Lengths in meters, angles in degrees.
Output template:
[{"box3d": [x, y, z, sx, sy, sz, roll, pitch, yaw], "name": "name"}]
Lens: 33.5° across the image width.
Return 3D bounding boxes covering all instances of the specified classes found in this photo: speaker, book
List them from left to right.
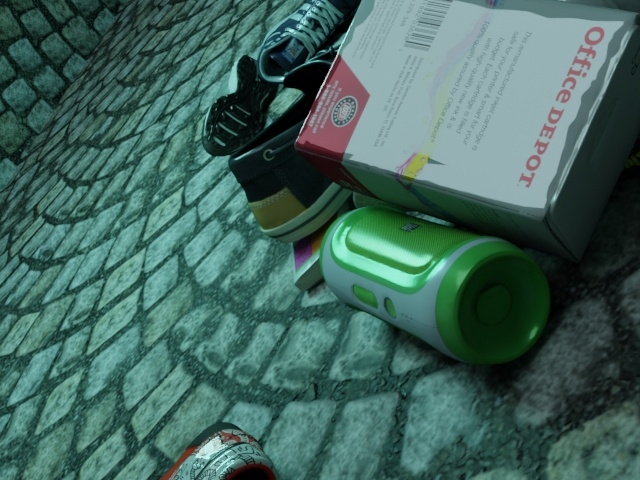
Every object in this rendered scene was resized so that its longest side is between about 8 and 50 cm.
[{"box3d": [0.000, 0.000, 1.452, 0.096, 0.035, 0.144, -40, 24, 17], "name": "book"}, {"box3d": [0.108, 0.039, 1.109, 0.131, 0.131, 0.296, -51, 25, -9], "name": "speaker"}]

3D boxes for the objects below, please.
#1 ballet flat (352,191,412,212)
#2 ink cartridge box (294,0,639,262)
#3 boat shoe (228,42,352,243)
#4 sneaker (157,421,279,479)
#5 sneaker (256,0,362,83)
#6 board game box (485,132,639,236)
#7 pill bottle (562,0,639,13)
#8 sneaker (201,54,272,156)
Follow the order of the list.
[{"box3d": [0.170, -0.115, 1.210, 0.316, 0.107, 0.106, -41, 38, 14], "name": "ballet flat"}, {"box3d": [0.158, -0.133, 1.096, 0.306, 0.131, 0.226, 21, 80, 34], "name": "ink cartridge box"}, {"box3d": [0.040, -0.215, 1.542, 0.187, 0.156, 0.500, -14, 33, 54], "name": "boat shoe"}, {"box3d": [-0.153, 0.321, 1.141, 0.270, 0.090, 0.145, -49, 22, -11], "name": "sneaker"}, {"box3d": [-0.015, -0.404, 1.999, 0.282, 0.099, 0.153, -40, 20, 31], "name": "sneaker"}, {"box3d": [0.289, -0.099, 1.146, 0.260, 0.030, 0.136, -32, 31, 29], "name": "board game box"}, {"box3d": [0.383, -0.332, 1.188, 0.283, 0.160, 0.160, -42, 25, 10], "name": "pill bottle"}, {"box3d": [-0.166, -0.237, 2.017, 0.108, 0.100, 0.271, -45, 17, 38], "name": "sneaker"}]
